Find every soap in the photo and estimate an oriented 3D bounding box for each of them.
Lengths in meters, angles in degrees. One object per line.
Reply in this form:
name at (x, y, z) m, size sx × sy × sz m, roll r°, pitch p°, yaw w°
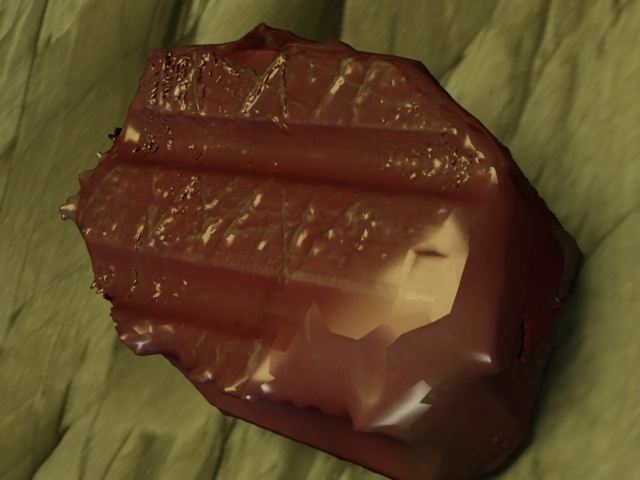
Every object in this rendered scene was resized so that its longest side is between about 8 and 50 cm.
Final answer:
soap at (0.000, 0.000, 0.826) m, size 0.324 × 0.127 × 0.220 m, roll 12°, pitch 75°, yaw 45°
